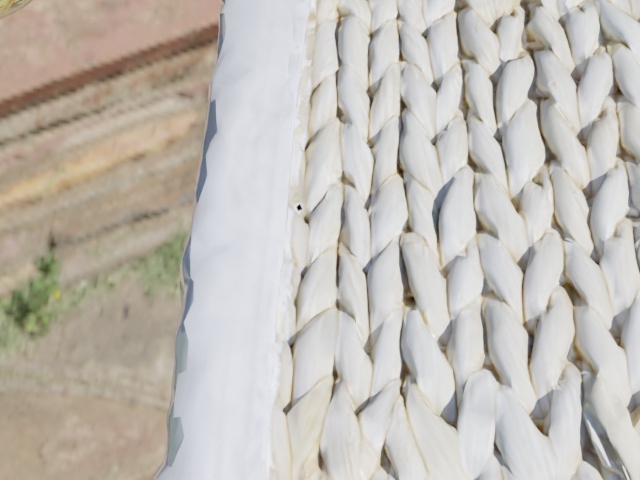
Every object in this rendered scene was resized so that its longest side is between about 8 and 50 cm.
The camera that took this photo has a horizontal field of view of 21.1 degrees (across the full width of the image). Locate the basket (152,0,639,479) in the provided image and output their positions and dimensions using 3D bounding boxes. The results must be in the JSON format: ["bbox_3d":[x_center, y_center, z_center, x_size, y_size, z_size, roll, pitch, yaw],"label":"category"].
[{"bbox_3d":[0.102,0.087,0.698,0.266,0.328,0.331,-6,42,7],"label":"basket"}]

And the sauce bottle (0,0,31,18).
[{"bbox_3d":[-0.205,-0.163,0.909,0.111,0.111,0.344,31,28,7],"label":"sauce bottle"}]

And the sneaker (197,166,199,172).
[{"bbox_3d":[0.000,0.000,1.006,0.188,0.067,0.078,22,21,31],"label":"sneaker"}]
